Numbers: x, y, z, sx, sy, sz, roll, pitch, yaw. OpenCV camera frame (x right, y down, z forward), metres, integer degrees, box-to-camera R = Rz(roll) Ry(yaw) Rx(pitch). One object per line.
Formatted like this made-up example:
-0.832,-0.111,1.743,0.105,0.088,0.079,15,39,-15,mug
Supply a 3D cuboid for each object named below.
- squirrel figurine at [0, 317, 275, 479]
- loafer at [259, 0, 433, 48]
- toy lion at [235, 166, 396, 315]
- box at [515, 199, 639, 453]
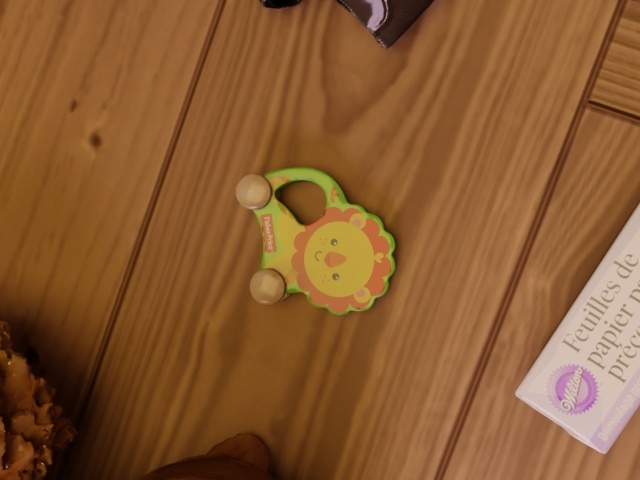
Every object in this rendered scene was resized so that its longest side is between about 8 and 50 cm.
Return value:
-0.202,0.214,0.669,0.370,0.281,0.397,-35,84,8,squirrel figurine
-0.029,-0.187,0.703,0.220,0.080,0.078,28,98,14,loafer
0.000,0.000,0.726,0.096,0.034,0.100,-10,88,9,toy lion
0.225,-0.031,0.640,0.063,0.067,0.324,33,99,13,box
